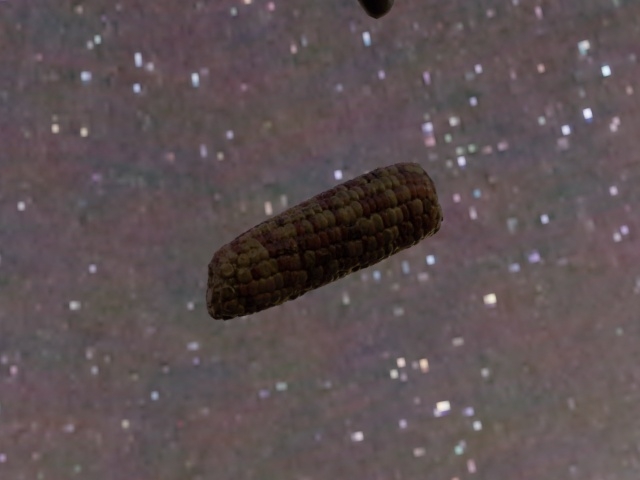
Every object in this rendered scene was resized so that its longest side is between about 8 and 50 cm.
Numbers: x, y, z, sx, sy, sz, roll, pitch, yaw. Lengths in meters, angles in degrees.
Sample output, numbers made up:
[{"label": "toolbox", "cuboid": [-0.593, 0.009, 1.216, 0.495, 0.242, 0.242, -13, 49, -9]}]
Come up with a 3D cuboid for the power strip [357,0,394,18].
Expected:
[{"label": "power strip", "cuboid": [-0.049, -0.250, 0.707, 0.092, 0.257, 0.251, -24, -43, 15]}]

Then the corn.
[{"label": "corn", "cuboid": [0.000, 0.000, 1.525, 0.253, 0.086, 0.086, -24, -28, -21]}]
